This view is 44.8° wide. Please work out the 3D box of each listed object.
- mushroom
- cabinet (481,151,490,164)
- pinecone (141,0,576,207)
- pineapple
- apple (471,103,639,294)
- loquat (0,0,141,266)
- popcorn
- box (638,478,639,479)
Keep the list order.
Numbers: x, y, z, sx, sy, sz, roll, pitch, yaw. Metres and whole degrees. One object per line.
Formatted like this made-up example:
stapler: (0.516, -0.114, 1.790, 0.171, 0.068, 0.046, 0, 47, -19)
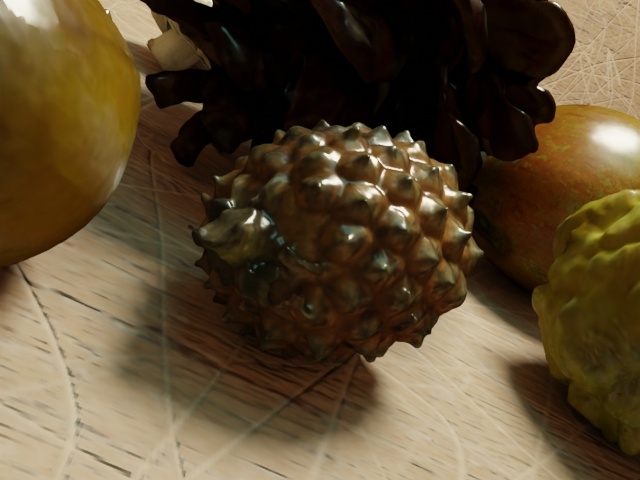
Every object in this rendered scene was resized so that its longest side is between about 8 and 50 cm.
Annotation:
mushroom: (-0.141, -0.238, 0.908, 0.154, 0.122, 0.154, 50, -11, 14)
cabinet: (0.145, -0.140, 1.000, 0.206, 0.150, 0.145, 38, 22, 24)
pinecone: (0.019, -0.187, 0.676, 0.397, 0.398, 0.398, 26, 20, -10)
pineapple: (0.000, 0.000, 0.471, 0.166, 0.166, 0.193, 43, 23, 31)
apple: (0.265, -0.038, 0.838, 0.207, 0.237, 0.236, 30, 16, 37)
loquat: (-0.179, -0.074, 0.355, 0.179, 0.179, 0.227, 33, 4, 10)
popcorn: (0.300, 0.063, 0.607, 0.225, 0.249, 0.249, 15, 24, -25)
box: (0.255, 0.235, 0.371, 0.259, 0.071, 0.168, 37, 21, 16)
